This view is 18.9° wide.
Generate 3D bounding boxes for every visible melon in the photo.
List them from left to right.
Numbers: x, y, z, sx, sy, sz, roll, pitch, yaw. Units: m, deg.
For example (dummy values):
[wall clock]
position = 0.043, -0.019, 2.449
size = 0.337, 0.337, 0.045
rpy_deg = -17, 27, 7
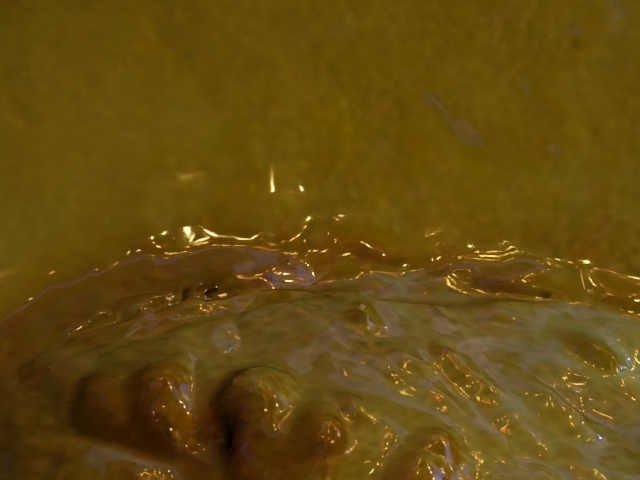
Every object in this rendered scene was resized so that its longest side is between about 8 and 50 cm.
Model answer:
[melon]
position = 0.000, 0.000, 0.463
size = 0.343, 0.226, 0.331
rpy_deg = 30, 147, -11
